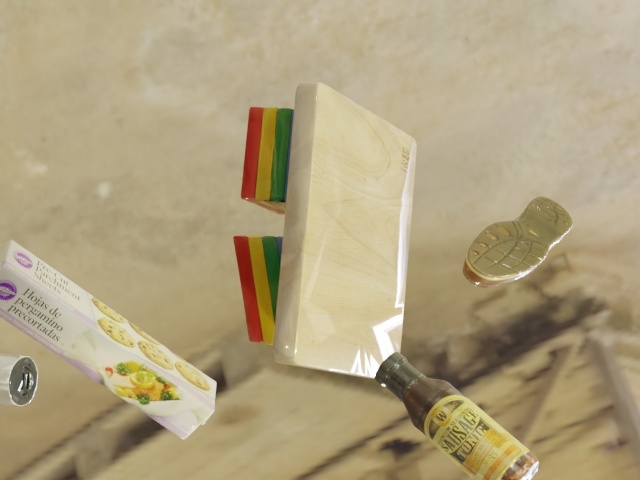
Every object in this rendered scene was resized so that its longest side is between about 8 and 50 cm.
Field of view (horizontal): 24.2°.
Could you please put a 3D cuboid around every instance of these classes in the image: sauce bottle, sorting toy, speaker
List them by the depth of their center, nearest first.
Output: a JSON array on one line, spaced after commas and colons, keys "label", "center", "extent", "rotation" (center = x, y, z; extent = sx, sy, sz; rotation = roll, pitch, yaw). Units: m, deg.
[{"label": "sauce bottle", "center": [0.091, 0.127, 1.031], "extent": [0.042, 0.128, 0.042], "rotation": [-43, 157, -23]}, {"label": "sorting toy", "center": [0.000, 0.000, 1.459], "extent": [0.089, 0.255, 0.257], "rotation": [2, 172, 24]}, {"label": "speaker", "center": [-0.377, 0.148, 1.630], "extent": [0.136, 0.055, 0.055], "rotation": [4, 160, 25]}]

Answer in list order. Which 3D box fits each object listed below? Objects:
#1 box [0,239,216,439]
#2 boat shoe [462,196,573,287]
[{"label": "box", "center": [-0.267, 0.124, 1.808], "extent": [0.324, 0.067, 0.063], "rotation": [38, 111, -20]}, {"label": "boat shoe", "center": [0.202, 0.013, 1.562], "extent": [0.178, 0.064, 0.060], "rotation": [-31, 158, -48]}]
